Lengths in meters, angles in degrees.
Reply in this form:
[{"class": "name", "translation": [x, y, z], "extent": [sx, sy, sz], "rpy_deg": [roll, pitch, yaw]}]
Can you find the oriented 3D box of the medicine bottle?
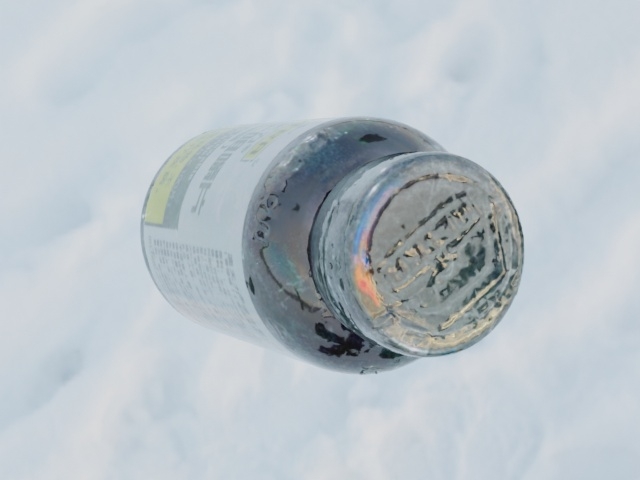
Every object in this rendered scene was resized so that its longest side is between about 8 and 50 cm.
[{"class": "medicine bottle", "translation": [0.000, 0.000, 0.788], "extent": [0.141, 0.141, 0.293], "rpy_deg": [-21, 12, -21]}]
